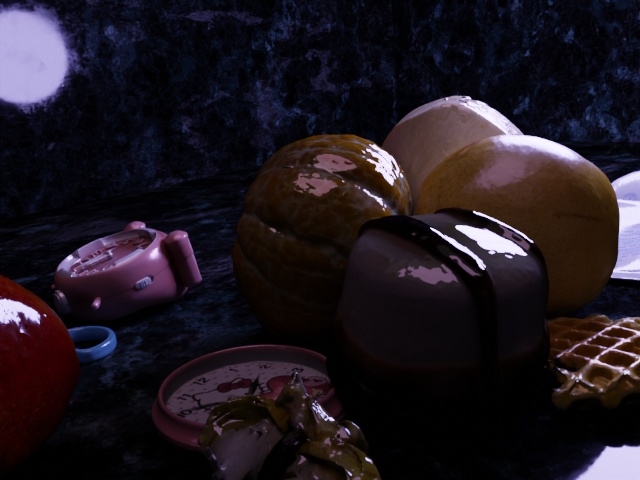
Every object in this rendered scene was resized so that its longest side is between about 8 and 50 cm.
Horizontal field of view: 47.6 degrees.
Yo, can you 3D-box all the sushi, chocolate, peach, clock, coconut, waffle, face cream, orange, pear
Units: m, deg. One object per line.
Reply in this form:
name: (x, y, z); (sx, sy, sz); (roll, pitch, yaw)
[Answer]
sushi: (-0.022, 0.215, 0.639); (0.131, 0.139, 0.291); (-21, 21, -25)
chocolate: (0.139, 0.062, 0.863); (0.283, 0.186, 0.283); (-5, 14, 1)
peach: (-0.421, 0.151, 0.743); (0.332, 0.308, 0.308); (-7, 13, -25)
clock: (-0.377, 0.076, 1.354); (0.241, 0.142, 0.227); (-28, 24, -35)
coconut: (0.259, -0.109, 1.422); (0.352, 0.353, 0.352); (-5, 14, 1)
clock: (-0.083, 0.196, 0.889); (0.244, 0.056, 0.244); (-4, 16, 1)
waffle: (0.330, 0.147, 0.931); (0.261, 0.056, 0.250); (-7, 14, 3)
face cream: (0.600, -0.025, 1.421); (0.234, 0.137, 0.420); (8, 28, 40)
orange: (0.000, 0.000, 1.091); (0.249, 0.329, 0.329); (20, 19, 10)
pear: (0.294, -0.018, 1.123); (0.314, 0.315, 0.314); (-5, 14, 1)

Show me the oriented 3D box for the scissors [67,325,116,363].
scissors: (-0.545, 0.167, 1.238); (0.447, 0.029, 0.192); (5, 17, 35)
